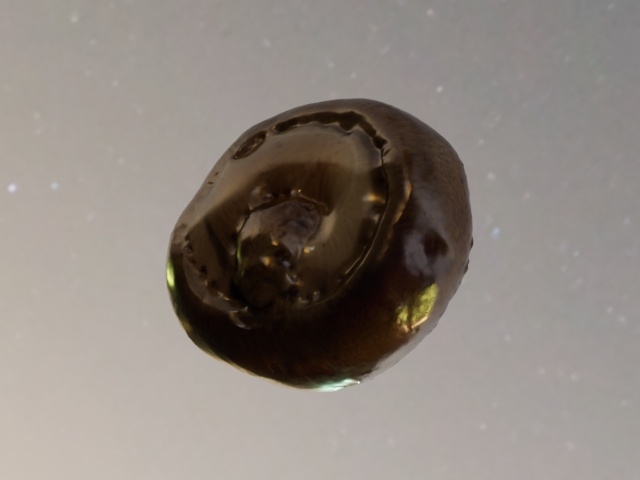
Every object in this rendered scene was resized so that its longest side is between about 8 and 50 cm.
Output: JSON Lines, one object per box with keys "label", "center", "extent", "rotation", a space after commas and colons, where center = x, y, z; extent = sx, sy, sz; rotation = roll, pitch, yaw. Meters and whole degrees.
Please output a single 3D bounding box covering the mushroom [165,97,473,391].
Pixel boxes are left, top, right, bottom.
{"label": "mushroom", "center": [0.000, 0.000, 1.172], "extent": [0.253, 0.253, 0.153], "rotation": [15, -23, 38]}
